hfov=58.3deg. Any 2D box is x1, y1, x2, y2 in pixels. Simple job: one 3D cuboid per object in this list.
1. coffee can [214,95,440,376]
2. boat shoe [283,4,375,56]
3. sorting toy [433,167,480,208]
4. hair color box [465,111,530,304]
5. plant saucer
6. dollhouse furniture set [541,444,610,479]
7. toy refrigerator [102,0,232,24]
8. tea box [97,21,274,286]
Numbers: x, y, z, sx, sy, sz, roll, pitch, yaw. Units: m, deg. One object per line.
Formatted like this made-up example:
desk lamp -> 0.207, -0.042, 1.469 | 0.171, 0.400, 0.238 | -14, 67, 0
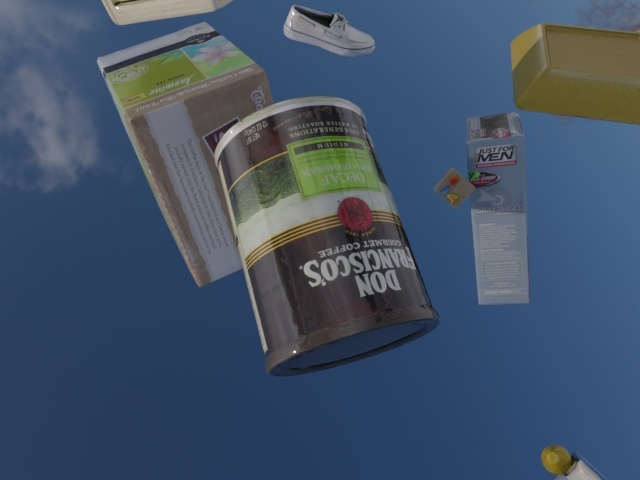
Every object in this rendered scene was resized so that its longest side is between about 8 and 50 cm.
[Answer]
coffee can -> 0.000, 0.000, 0.687 | 0.202, 0.201, 0.275 | -3, -114, -34
boat shoe -> 0.030, -0.493, 1.347 | 0.226, 0.075, 0.083 | 4, -129, -17
sorting toy -> 0.262, -0.109, 1.093 | 0.062, 0.083, 0.012 | 46, -155, 16
hair color box -> 0.384, -0.068, 1.240 | 0.185, 0.114, 0.374 | -64, -34, -60
plant saucer -> 0.606, -0.390, 1.278 | 0.333, 0.081, 0.332 | 9, -135, 7
dollhouse furniture set -> 0.352, 0.484, 0.801 | 0.303, 0.286, 0.198 | 45, -175, 40
toy refrigerator -> -0.120, -0.261, 0.299 | 0.094, 0.102, 0.269 | -52, -44, -34
tea box -> -0.208, -0.161, 1.017 | 0.220, 0.329, 0.323 | -25, -141, -15
